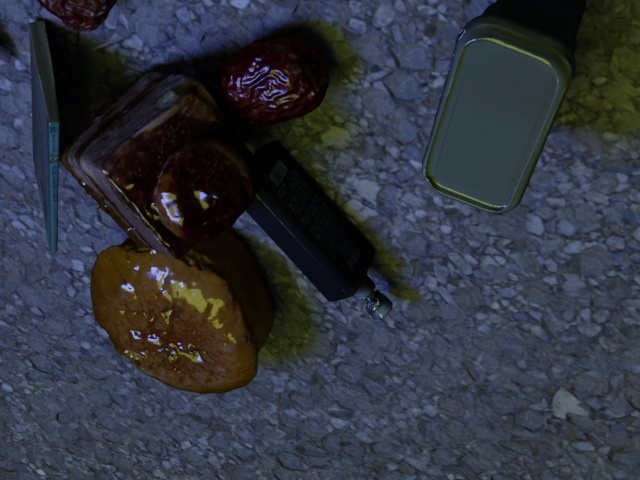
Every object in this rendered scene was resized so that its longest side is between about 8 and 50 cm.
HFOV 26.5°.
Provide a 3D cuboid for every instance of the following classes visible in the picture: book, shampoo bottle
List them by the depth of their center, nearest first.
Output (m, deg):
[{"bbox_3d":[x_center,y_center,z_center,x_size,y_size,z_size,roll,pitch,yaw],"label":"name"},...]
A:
[{"bbox_3d":[0.000,0.001,1.989,0.071,0.098,0.309,-24,117,43],"label":"shampoo bottle"},{"bbox_3d":[-0.405,-0.149,2.002,0.025,0.214,0.282,-5,143,-16],"label":"book"}]

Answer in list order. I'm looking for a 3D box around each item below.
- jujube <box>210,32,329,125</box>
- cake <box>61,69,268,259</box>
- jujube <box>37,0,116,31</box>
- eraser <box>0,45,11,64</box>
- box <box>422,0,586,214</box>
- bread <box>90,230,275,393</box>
[{"bbox_3d":[-0.072,-0.210,1.812,0.176,0.109,0.112,-13,90,41],"label":"jujube"},{"bbox_3d":[-0.211,-0.100,1.848,0.198,0.196,0.293,53,169,-20],"label":"cake"},{"bbox_3d":[-0.323,-0.371,1.767,0.168,0.168,0.236,21,153,9],"label":"jujube"},{"bbox_3d":[-0.611,-0.298,2.000,0.243,0.204,0.059,16,104,33],"label":"eraser"},{"bbox_3d":[0.222,-0.186,1.617,0.138,0.178,0.274,23,138,6],"label":"box"},{"bbox_3d":[-0.218,0.106,2.168,0.312,0.172,0.312,16,134,18],"label":"bread"}]
